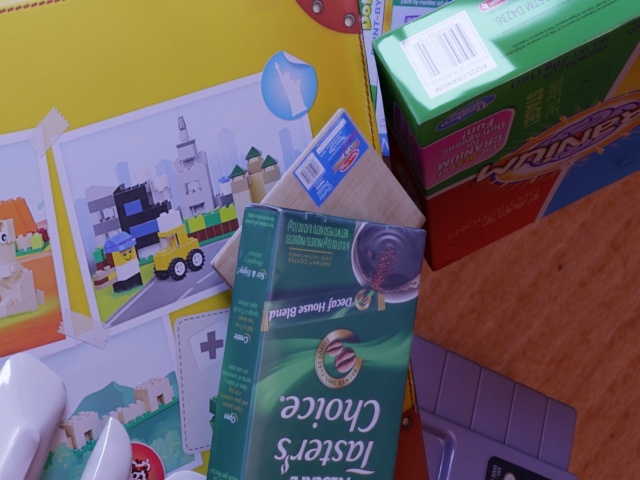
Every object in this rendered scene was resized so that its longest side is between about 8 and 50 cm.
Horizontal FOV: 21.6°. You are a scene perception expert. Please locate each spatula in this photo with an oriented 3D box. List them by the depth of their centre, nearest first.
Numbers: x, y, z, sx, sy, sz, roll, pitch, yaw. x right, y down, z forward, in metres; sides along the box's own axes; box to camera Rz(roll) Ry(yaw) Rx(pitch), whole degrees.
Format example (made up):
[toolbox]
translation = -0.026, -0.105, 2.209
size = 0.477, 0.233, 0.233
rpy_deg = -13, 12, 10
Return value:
[spatula]
translation = -0.148, 0.198, 0.865
size = 0.168, 0.019, 0.242
rpy_deg = 44, 57, -39

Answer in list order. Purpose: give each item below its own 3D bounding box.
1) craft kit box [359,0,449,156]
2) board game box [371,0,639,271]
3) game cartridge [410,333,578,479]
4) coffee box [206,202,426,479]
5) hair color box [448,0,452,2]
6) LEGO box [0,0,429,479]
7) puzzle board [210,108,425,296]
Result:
[craft kit box]
translation = 0.126, -0.190, 1.292
size = 0.250, 0.061, 0.247
rpy_deg = -3, 105, -39
[board game box]
translation = 0.163, -0.100, 1.141
size = 0.242, 0.064, 0.316
rpy_deg = -26, 162, -2
[game cartridge]
translation = 0.083, 0.261, 1.276
size = 0.230, 0.068, 0.355
rpy_deg = 23, 67, -26
[coffee box]
translation = -0.002, 0.077, 0.960
size = 0.113, 0.040, 0.184
rpy_deg = 9, 90, -37
[hair color box]
translation = 0.259, -0.248, 1.286
size = 0.338, 0.110, 0.185
rpy_deg = -3, 102, -41
[LEGO box]
translation = -0.200, 0.038, 0.966
size = 0.500, 0.193, 0.373
rpy_deg = -18, 105, -36
[puzzle board]
translation = 0.000, 0.000, 0.988
size = 0.128, 0.011, 0.096
rpy_deg = -51, 121, -22
